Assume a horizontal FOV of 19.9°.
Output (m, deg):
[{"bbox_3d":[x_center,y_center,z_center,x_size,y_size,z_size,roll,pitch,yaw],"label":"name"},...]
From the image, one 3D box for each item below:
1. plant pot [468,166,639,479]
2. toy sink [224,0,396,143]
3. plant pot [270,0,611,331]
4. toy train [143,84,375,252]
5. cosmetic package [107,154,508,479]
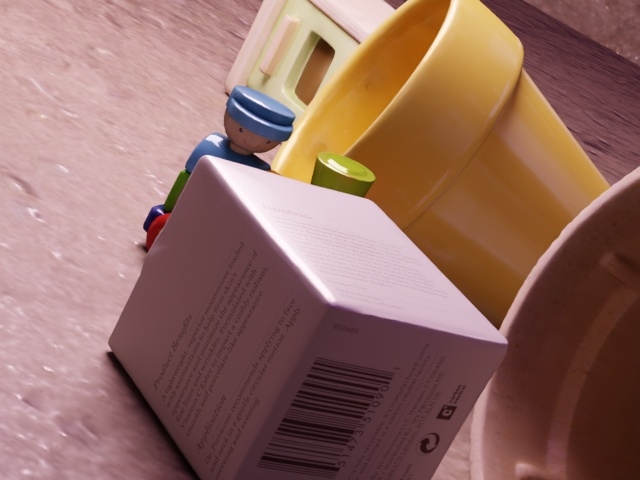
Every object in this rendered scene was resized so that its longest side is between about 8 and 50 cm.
[{"bbox_3d":[0.325,0.144,1.235,0.305,0.334,0.334,30,14,-30],"label":"plant pot"},{"bbox_3d":[0.003,-0.181,1.863,0.131,0.153,0.234,11,25,-41],"label":"toy sink"},{"bbox_3d":[0.118,-0.053,1.564,0.239,0.254,0.254,39,15,-14],"label":"plant pot"},{"bbox_3d":[0.000,0.000,1.367,0.248,0.143,0.105,33,19,15],"label":"toy train"},{"bbox_3d":[-0.013,0.065,1.157,0.151,0.151,0.184,14,24,-38],"label":"cosmetic package"}]
